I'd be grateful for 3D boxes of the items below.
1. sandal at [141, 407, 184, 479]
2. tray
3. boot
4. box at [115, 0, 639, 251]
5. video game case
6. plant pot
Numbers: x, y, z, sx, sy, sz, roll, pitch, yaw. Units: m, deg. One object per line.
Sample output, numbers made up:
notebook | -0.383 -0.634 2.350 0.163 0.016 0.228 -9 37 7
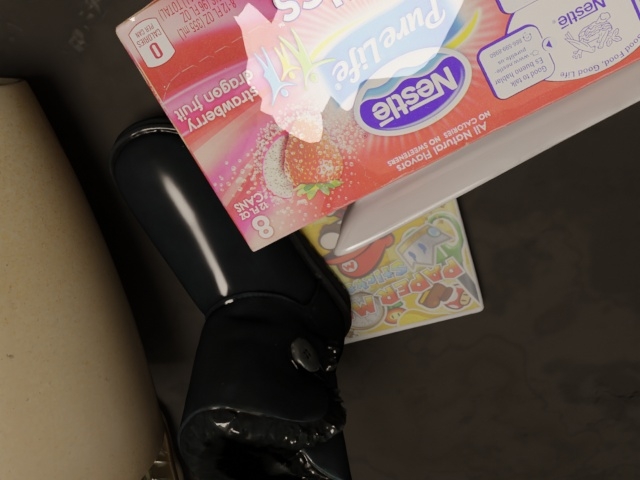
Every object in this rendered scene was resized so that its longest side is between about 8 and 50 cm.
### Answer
sandal | -0.176 0.243 0.770 0.090 0.060 0.219 -6 108 -2
tray | 0.125 -0.073 0.502 0.270 0.145 0.030 -28 97 7
boot | -0.060 0.049 0.525 0.094 0.207 0.246 -32 116 20
box | 0.060 -0.138 0.458 0.300 0.142 0.154 -27 105 16
video game case | 0.000 0.000 0.629 0.227 0.026 0.206 -15 121 10
plant pot | -0.253 0.030 0.545 0.256 0.256 0.274 -2 107 2
